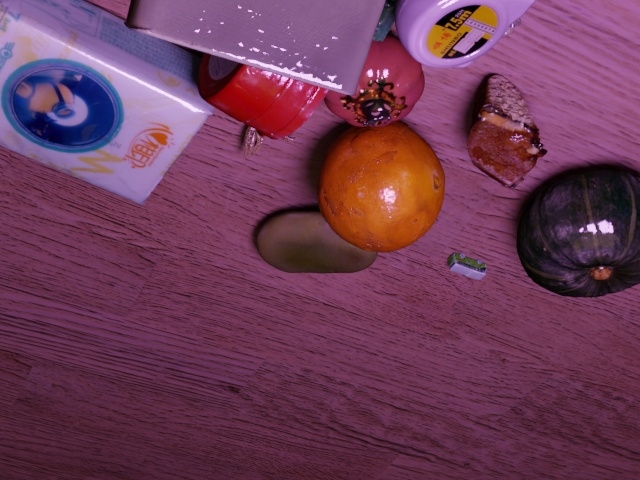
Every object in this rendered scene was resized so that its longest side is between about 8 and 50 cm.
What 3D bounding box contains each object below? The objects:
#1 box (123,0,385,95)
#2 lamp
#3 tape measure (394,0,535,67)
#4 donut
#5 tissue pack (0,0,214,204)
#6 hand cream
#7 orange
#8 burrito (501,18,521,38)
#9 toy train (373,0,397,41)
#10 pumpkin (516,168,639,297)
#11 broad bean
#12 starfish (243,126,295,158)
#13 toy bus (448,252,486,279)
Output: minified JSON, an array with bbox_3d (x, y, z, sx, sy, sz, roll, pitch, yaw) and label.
[{"bbox_3d":[-0.067,-0.413,1.455,0.352,0.177,0.343,14,99,-17],"label":"box"},{"bbox_3d":[0.087,-0.264,1.777,0.182,0.140,0.182,-1,140,-1],"label":"lamp"},{"bbox_3d":[0.201,-0.350,1.575,0.178,0.105,0.196,12,139,-40],"label":"tape measure"},{"bbox_3d":[0.318,-0.197,1.866,0.187,0.126,0.144,31,137,-25],"label":"donut"},{"bbox_3d":[-0.407,-0.251,1.777,0.388,0.162,0.287,24,133,-23],"label":"tissue pack"},{"bbox_3d":[-0.083,-0.289,1.688,0.149,0.230,0.230,30,131,-29],"label":"hand cream"},{"bbox_3d":[0.108,-0.096,1.900,0.240,0.240,0.240,0,139,0],"label":"orange"},{"bbox_3d":[0.255,-0.367,1.732,0.149,0.041,0.055,18,122,-20],"label":"burrito"},{"bbox_3d":[0.103,-0.388,1.659,0.071,0.111,0.170,18,135,-15],"label":"toy train"},{"bbox_3d":[0.522,-0.016,2.016,0.300,0.207,0.300,-5,152,-3],"label":"pumpkin"},{"bbox_3d":[0.000,0.000,2.116,0.263,0.121,0.189,-1,146,24],"label":"broad bean"},{"bbox_3d":[-0.111,-0.211,1.910,0.133,0.041,0.130,-27,141,19],"label":"starfish"},{"bbox_3d":[0.310,0.055,2.218,0.083,0.037,0.031,19,136,-22],"label":"toy bus"}]
